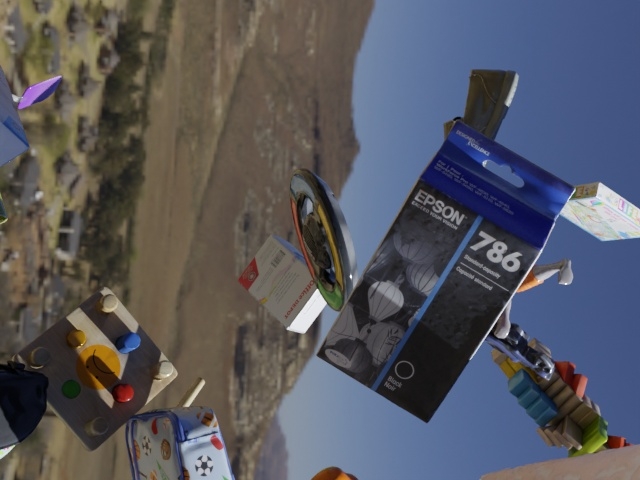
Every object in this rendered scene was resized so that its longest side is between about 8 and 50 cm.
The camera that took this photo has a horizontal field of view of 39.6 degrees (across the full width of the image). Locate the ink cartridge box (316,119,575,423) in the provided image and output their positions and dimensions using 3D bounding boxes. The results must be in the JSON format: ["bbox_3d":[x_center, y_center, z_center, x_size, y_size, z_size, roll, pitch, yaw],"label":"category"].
[{"bbox_3d":[0.142,0.041,1.052,0.332,0.165,0.065,-62,173,19],"label":"ink cartridge box"}]

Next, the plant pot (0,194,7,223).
[{"bbox_3d":[-0.854,-0.172,1.956,0.275,0.275,0.293,121,-42,-84],"label":"plant pot"}]

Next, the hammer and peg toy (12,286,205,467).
[{"bbox_3d":[-0.428,0.303,1.866,0.266,0.361,0.127,-43,-173,-34],"label":"hammer and peg toy"}]

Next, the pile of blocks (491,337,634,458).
[{"bbox_3d":[0.464,0.310,1.679,0.112,0.149,0.362,-50,-120,20],"label":"pile of blocks"}]

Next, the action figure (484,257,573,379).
[{"bbox_3d":[0.322,0.081,1.591,0.178,0.341,0.330,-56,-176,-35],"label":"action figure"}]

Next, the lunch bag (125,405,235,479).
[{"bbox_3d":[-0.261,0.457,1.625,0.243,0.115,0.303,-17,-101,49],"label":"lunch bag"}]

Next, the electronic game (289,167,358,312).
[{"bbox_3d":[0.000,0.000,1.362,0.229,0.048,0.229,162,-90,-76],"label":"electronic game"}]

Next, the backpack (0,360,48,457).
[{"bbox_3d":[-0.749,0.344,1.696,0.290,0.356,0.273,15,80,-62],"label":"backpack"}]

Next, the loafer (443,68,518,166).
[{"bbox_3d":[0.240,-0.167,1.451,0.094,0.087,0.251,-36,148,-74],"label":"loafer"}]

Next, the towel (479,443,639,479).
[{"bbox_3d":[0.258,0.389,1.111,0.332,0.053,0.317,-30,-168,50],"label":"towel"}]

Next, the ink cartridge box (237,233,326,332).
[{"bbox_3d":[-0.069,0.092,1.863,0.127,0.175,0.072,-53,148,7],"label":"ink cartridge box"}]

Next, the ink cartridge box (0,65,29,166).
[{"bbox_3d":[-0.441,-0.185,1.126,0.180,0.060,0.104,59,4,37],"label":"ink cartridge box"}]

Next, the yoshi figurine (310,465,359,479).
[{"bbox_3d":[0.034,0.505,1.226,0.203,0.203,0.362,89,-22,-48],"label":"yoshi figurine"}]

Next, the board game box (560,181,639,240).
[{"bbox_3d":[0.445,-0.044,1.413,0.103,0.154,0.026,-7,-118,54],"label":"board game box"}]

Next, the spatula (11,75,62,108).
[{"bbox_3d":[-0.662,-0.292,1.792,0.084,0.296,0.030,-42,-111,45],"label":"spatula"}]
